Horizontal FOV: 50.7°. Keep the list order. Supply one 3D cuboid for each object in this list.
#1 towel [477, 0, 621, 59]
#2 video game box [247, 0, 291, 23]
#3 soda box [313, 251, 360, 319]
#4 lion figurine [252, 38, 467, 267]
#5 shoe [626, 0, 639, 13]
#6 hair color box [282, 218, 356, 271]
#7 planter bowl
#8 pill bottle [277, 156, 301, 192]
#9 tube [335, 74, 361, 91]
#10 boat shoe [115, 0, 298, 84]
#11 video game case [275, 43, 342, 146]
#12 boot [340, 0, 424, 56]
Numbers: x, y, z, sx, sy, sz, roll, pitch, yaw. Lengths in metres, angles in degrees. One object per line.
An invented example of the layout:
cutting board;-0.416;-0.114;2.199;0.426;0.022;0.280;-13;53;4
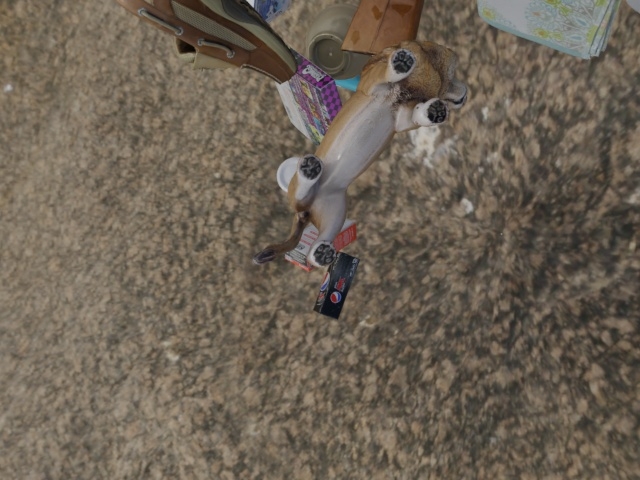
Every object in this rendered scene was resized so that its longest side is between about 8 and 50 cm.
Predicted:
towel;0.585;-0.637;1.748;0.374;0.320;0.090;27;78;17
video game box;-0.127;-0.630;1.648;0.048;0.187;0.205;27;141;12
soda box;0.040;0.114;1.743;0.060;0.053;0.169;21;86;-21
lion figurine;0.047;-0.125;0.903;0.392;0.240;0.142;-43;101;0
shoe;0.610;-0.424;1.193;0.063;0.178;0.081;8;78;56
hair color box;0.000;0.000;1.357;0.072;0.141;0.043;27;137;39
planter bowl;0.034;-0.415;1.453;0.162;0.109;0.162;13;128;17
pill bottle;-0.046;-0.144;1.598;0.087;0.160;0.087;0;88;8
tube;0.108;-0.430;1.855;0.207;0.080;0.052;17;134;-6
boat shoe;-0.160;-0.305;0.956;0.120;0.324;0.122;-45;56;13
video game case;-0.020;-0.279;1.370;0.042;0.232;0.210;-38;54;-10
boot;0.100;-0.502;1.315;0.264;0.096;0.280;22;101;19
